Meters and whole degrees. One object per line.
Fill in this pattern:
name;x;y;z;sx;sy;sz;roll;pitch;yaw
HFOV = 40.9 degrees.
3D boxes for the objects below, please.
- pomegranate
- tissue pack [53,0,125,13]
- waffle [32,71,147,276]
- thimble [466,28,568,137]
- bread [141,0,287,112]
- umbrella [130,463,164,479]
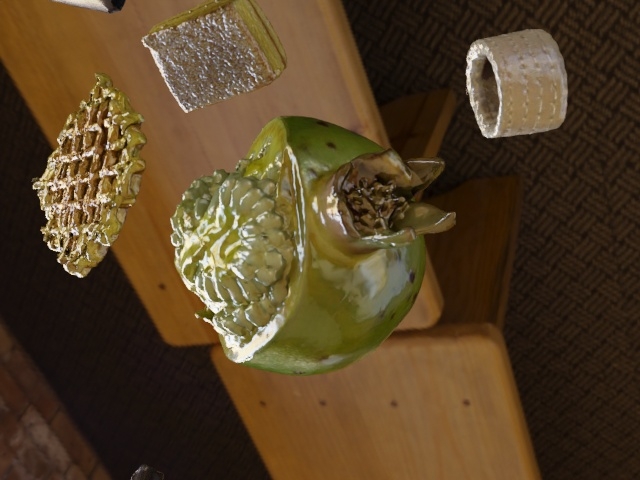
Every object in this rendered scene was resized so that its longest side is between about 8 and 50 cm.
pomegranate;0.000;0.000;0.834;0.260;0.260;0.340;45;151;-18
tissue pack;-0.417;-0.580;1.359;0.264;0.253;0.416;14;161;-8
waffle;-0.308;-0.088;1.150;0.052;0.254;0.245;16;118;-39
thimble;0.225;-0.179;0.978;0.090;0.102;0.115;-12;108;-10
bread;-0.200;-0.365;1.656;0.234;0.111;0.184;-11;126;30
umbrella;-0.209;0.376;0.856;0.118;0.340;0.118;3;129;3
